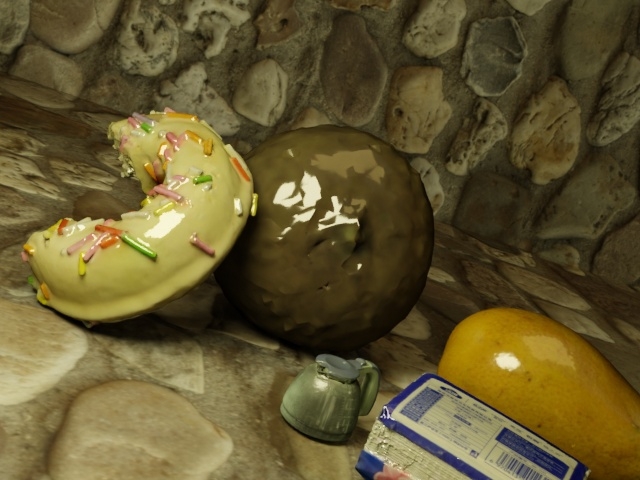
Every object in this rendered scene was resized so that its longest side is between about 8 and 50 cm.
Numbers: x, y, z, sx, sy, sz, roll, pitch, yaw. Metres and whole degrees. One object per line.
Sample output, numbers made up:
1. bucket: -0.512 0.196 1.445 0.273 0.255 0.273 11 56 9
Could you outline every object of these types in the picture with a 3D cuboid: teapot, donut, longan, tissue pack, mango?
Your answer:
1. teapot: 0.026 0.222 1.401 0.149 0.108 0.111 16 17 -18
2. donut: -0.260 -0.044 1.469 0.307 0.371 0.150 9 -37 29
3. longan: 0.000 0.000 1.662 0.391 0.391 0.391 20 14 -5
4. tissue pack: 0.201 0.307 1.303 0.269 0.137 0.209 29 15 16
5. mango: 0.348 0.255 1.469 0.378 0.264 0.221 31 58 21
